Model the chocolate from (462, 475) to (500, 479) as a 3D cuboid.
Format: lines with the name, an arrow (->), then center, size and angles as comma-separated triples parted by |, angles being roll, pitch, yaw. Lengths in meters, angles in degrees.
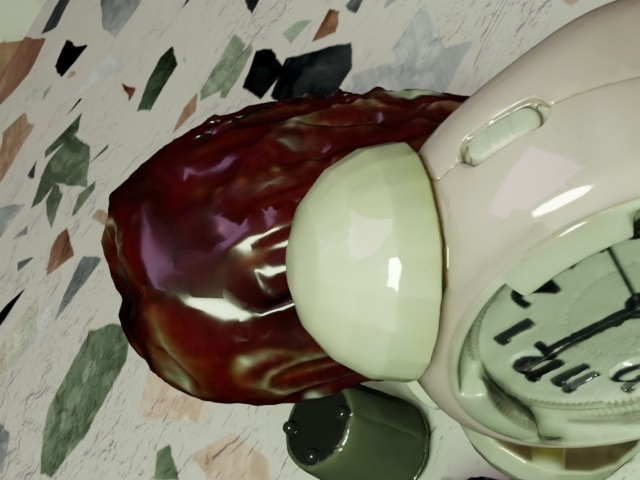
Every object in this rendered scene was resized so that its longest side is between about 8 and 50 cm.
chocolate -> 0.204, 0.238, 0.741 | 0.343, 0.126, 0.148 | 3, 106, 49

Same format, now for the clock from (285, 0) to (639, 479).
clock -> 0.177, 0.009, 0.753 | 0.326, 0.342, 0.184 | -37, 39, 17

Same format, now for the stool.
stool -> 0.030, 0.166, 0.997 | 0.096, 0.110, 0.096 | -26, 50, 36

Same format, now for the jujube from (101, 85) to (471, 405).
jujube -> 0.000, 0.000, 0.964 | 0.376, 0.258, 0.258 | -20, 44, 5
